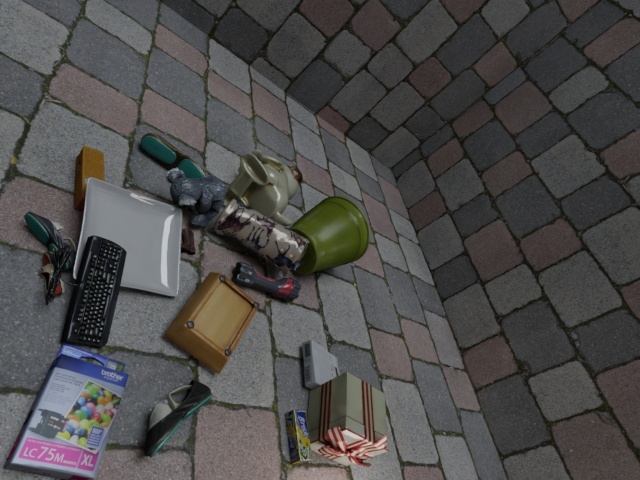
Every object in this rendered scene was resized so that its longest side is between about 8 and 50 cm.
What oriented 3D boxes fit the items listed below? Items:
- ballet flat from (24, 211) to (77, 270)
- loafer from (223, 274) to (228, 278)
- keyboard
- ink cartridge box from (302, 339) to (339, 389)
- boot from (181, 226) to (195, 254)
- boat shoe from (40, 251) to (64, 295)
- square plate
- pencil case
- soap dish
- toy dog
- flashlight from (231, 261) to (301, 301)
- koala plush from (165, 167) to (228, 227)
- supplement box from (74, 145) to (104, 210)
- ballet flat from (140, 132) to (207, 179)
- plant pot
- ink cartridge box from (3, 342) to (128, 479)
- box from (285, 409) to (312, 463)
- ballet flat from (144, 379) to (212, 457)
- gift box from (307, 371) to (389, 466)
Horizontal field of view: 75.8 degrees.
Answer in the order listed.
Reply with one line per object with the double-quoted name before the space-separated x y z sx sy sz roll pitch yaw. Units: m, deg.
"ballet flat" -0.785 -0.004 1.221 0.203 0.074 0.074 56 30 -6
"loafer" -0.380 0.200 1.572 0.050 0.056 0.148 34 45 -29
"keyboard" -0.674 0.131 1.174 0.201 0.033 0.317 26 53 -43
"ink cartridge box" 0.007 0.552 1.746 0.232 0.066 0.189 52 23 -46
"boot" -0.531 -0.007 1.593 0.106 0.037 0.114 31 38 -54
"boat shoe" -0.768 0.094 1.166 0.043 0.049 0.137 -5 67 -53
"square plate" -0.628 0.001 1.374 0.347 0.049 0.344 22 56 -48
"pencil case" -0.260 -0.016 1.777 0.410 0.184 0.160 30 -7 -10
"soap dish" -0.355 0.270 1.420 0.229 0.118 0.291 43 43 -15
"toy dog" -0.234 -0.271 2.010 0.395 0.285 0.408 35 25 1
"flashlight" -0.229 0.172 1.762 0.304 0.103 0.103 27 76 -30
"koala plush" -0.502 -0.188 1.617 0.196 0.203 0.221 63 18 20
"supplement box" -0.793 -0.211 1.415 0.080 0.078 0.234 14 48 -46
"ballet flat" -0.613 -0.338 1.781 0.342 0.116 0.124 38 14 -16
"plant pot" 0.000 0.000 2.041 0.353 0.366 0.367 -28 82 -47
"ink cartridge box" -0.610 0.416 1.033 0.185 0.065 0.311 33 34 -30
"box" -0.079 0.694 1.459 0.059 0.054 0.169 23 42 -39
"ballet flat" -0.424 0.495 1.179 0.096 0.095 0.280 44 20 5
"gift box" 0.103 0.669 1.525 0.255 0.276 0.258 32 37 -22
